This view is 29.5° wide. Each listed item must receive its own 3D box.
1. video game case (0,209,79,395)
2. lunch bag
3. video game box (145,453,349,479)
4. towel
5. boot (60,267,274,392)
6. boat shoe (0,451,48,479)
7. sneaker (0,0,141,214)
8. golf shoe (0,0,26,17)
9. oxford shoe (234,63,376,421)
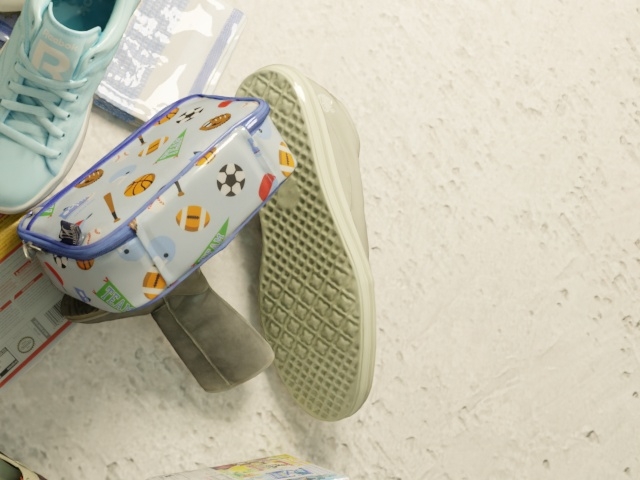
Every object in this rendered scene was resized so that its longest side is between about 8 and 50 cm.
[{"bbox_3d":[-0.409,0.024,1.391,0.285,0.025,0.204,51,57,-10],"label":"video game case"},{"bbox_3d":[-0.193,-0.049,1.375,0.303,0.243,0.115,-40,120,-23],"label":"lunch bag"},{"bbox_3d":[-0.088,0.296,1.417,0.187,0.205,0.048,-8,91,-22],"label":"video game box"},{"bbox_3d":[-0.246,-0.264,1.505,0.285,0.034,0.209,30,74,-16],"label":"towel"},{"bbox_3d":[-0.180,0.107,1.450,0.208,0.190,0.076,58,21,-44],"label":"boot"},{"bbox_3d":[-0.353,0.277,1.398,0.137,0.043,0.049,40,70,-15],"label":"boat shoe"},{"bbox_3d":[-0.303,-0.200,1.350,0.135,0.150,0.365,22,92,-4],"label":"sneaker"},{"bbox_3d":[-0.427,-0.355,1.384,0.273,0.120,0.105,34,72,-10],"label":"golf shoe"},{"bbox_3d":[0.000,0.000,1.523,0.130,0.169,0.449,-10,90,-58],"label":"oxford shoe"}]
